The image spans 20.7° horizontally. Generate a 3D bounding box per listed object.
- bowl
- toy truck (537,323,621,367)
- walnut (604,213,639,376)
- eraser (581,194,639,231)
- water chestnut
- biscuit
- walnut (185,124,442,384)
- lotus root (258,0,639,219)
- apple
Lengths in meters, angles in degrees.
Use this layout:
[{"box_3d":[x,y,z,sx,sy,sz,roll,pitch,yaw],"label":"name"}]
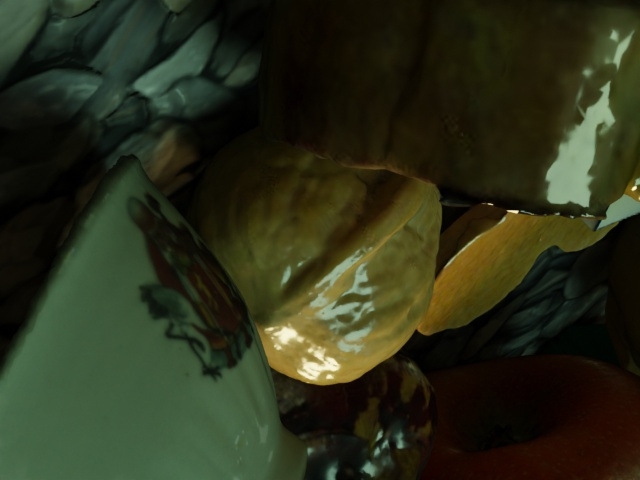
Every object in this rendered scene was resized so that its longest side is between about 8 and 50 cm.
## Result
[{"box_3d":[-0.108,0.138,0.900,0.337,0.158,0.337,-62,-177,7],"label":"bowl"},{"box_3d":[0.204,0.184,1.591,0.253,0.114,0.124,-43,139,6],"label":"toy truck"},{"box_3d":[0.355,0.067,1.448,0.257,0.257,0.224,-51,150,19],"label":"walnut"},{"box_3d":[0.264,-0.068,1.285,0.150,0.023,0.104,-20,147,-34],"label":"eraser"},{"box_3d":[-0.029,0.144,1.119,0.224,0.238,0.223,-22,137,-22],"label":"water chestnut"},{"box_3d":[0.184,-0.062,1.269,0.339,0.047,0.216,-45,151,10],"label":"biscuit"},{"box_3d":[0.000,0.000,1.013,0.149,0.166,0.166,-27,163,35],"label":"walnut"},{"box_3d":[0.153,-0.076,0.926,0.391,0.375,0.111,6,97,-14],"label":"lotus root"},{"box_3d":[0.150,0.249,1.366,0.348,0.348,0.277,-23,117,-30],"label":"apple"}]
